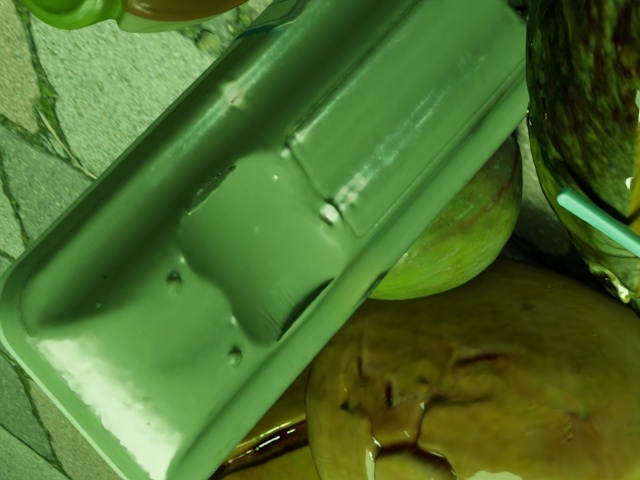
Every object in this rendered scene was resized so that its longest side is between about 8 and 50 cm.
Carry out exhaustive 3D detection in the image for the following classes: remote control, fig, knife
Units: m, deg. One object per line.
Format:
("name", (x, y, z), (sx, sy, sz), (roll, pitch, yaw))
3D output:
("remote control", (0.003, -0.040, 0.846), (0.065, 0.335, 0.128), (3, 136, 56))
("fig", (0.000, 0.000, 1.050), (0.149, 0.245, 0.149), (44, 163, 17))
("knife", (0.121, 0.009, 0.658), (0.091, 0.005, 0.014), (36, 156, 13))

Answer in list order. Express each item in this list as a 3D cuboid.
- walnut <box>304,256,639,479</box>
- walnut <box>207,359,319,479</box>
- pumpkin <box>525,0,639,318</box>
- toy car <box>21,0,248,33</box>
("walnut", (0.112, 0.107, 1.113), (0.298, 0.203, 0.203), (-3, 131, 51))
("walnut", (-0.035, 0.167, 1.474), (0.336, 0.209, 0.209), (28, 154, 39))
("pumpkin", (0.216, -0.042, 0.671), (0.320, 0.192, 0.320), (35, 154, 19))
("toy car", (-0.071, -0.233, 0.899), (0.235, 0.145, 0.235), (17, 119, 33))
